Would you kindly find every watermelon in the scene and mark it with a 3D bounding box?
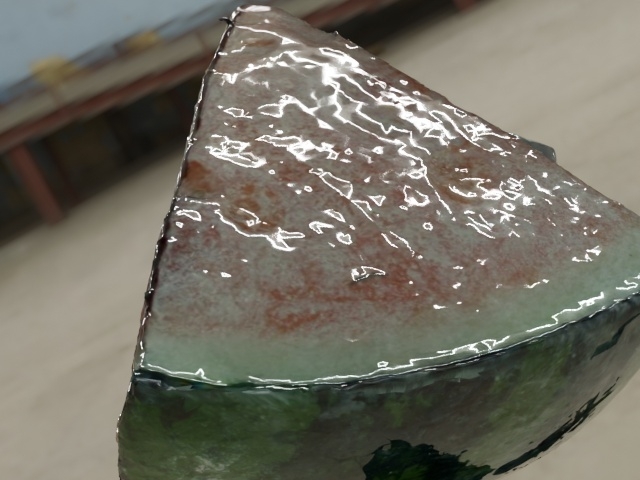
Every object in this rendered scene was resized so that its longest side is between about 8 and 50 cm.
[{"bbox_3d":[0.032,0.030,1.002,0.283,0.250,0.293,126,162,-65],"label":"watermelon"}]

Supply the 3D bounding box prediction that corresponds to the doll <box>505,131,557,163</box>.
[{"bbox_3d":[0.141,-0.025,1.396,0.079,0.094,0.180,-38,23,21],"label":"doll"}]
